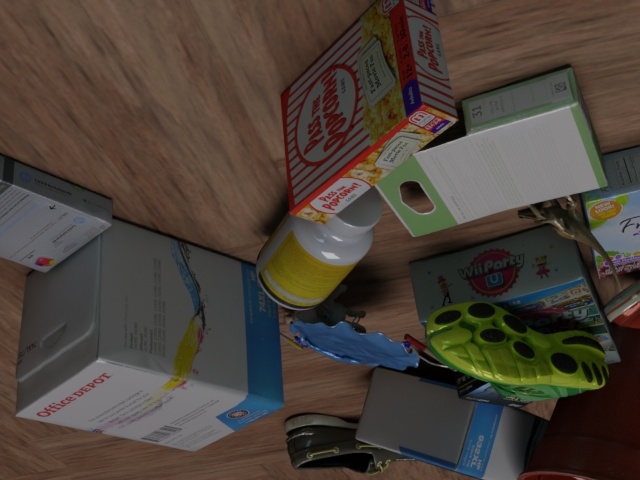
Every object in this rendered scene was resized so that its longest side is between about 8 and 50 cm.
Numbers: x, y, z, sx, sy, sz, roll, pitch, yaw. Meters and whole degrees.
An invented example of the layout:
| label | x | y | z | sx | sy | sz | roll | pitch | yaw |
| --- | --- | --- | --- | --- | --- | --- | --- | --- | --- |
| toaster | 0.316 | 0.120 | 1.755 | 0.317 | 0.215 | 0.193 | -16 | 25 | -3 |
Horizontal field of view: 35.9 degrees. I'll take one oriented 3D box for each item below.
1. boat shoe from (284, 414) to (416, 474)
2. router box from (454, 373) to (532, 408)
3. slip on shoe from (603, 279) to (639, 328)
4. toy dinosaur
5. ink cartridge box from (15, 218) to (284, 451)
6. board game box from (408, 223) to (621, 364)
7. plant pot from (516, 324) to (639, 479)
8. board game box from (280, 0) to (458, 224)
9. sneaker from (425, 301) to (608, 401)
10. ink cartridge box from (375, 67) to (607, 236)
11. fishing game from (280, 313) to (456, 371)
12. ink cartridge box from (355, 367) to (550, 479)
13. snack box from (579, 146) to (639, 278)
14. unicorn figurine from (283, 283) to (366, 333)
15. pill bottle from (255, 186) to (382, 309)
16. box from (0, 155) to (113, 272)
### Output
| label | x | y | z | sx | sy | sz | roll | pitch | yaw |
| --- | --- | --- | --- | --- | --- | --- | --- | --- | --- |
| boat shoe | 0.074 | 0.392 | 1.842 | 0.305 | 0.091 | 0.109 | 12 | 145 | -26 |
| router box | 0.272 | 0.205 | 1.434 | 0.122 | 0.038 | 0.092 | 14 | 146 | -30 |
| slip on shoe | 0.542 | 0.104 | 1.385 | 0.331 | 0.101 | 0.123 | 7 | 143 | -28 |
| toy dinosaur | 0.296 | -0.019 | 1.167 | 0.053 | 0.183 | 0.092 | -47 | 128 | 1 |
| ink cartridge box | -0.215 | 0.128 | 1.251 | 0.270 | 0.197 | 0.198 | 21 | 141 | -37 |
| board game box | 0.281 | 0.105 | 1.396 | 0.224 | 0.097 | 0.303 | -17 | 146 | 18 |
| plant pot | 0.471 | 0.290 | 1.516 | 0.272 | 0.265 | 0.272 | 19 | 156 | 9 |
| board game box | 0.038 | -0.125 | 0.922 | 0.045 | 0.146 | 0.193 | 17 | 142 | -33 |
| sneaker | 0.248 | 0.163 | 1.288 | 0.296 | 0.109 | 0.123 | 17 | 141 | -31 |
| ink cartridge box | 0.184 | -0.090 | 1.094 | 0.235 | 0.056 | 0.171 | -14 | 148 | 20 |
| fishing game | 0.049 | 0.133 | 1.332 | 0.264 | 0.041 | 0.189 | 1 | 157 | 38 |
| ink cartridge box | 0.247 | 0.325 | 1.643 | 0.223 | 0.129 | 0.307 | 5 | 165 | 47 |
| snack box | 0.422 | -0.045 | 1.185 | 0.207 | 0.070 | 0.174 | -14 | 143 | 11 |
| unicorn figurine | 0.011 | 0.100 | 1.376 | 0.111 | 0.060 | 0.162 | 22 | 139 | -40 |
| pill bottle | 0.000 | 0.000 | 1.165 | 0.103 | 0.103 | 0.184 | 9 | 147 | -23 |
| box | -0.353 | -0.032 | 1.118 | 0.186 | 0.038 | 0.145 | 24 | 138 | -39 |
